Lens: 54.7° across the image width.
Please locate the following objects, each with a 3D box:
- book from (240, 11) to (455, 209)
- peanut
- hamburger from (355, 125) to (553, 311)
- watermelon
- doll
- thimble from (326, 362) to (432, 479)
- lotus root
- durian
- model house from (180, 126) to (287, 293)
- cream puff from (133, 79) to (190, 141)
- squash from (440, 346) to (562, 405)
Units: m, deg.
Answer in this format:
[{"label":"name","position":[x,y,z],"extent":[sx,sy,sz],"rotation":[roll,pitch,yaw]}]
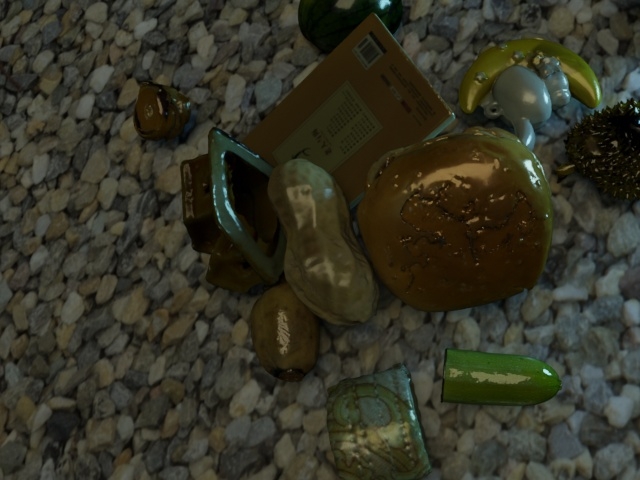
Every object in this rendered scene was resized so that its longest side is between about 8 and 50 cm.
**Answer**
[{"label":"book","position":[0.027,-0.198,1.155],"extent":[0.389,0.032,0.268],"rotation":[-39,69,23]},{"label":"peanut","position":[0.000,0.000,1.061],"extent":[0.149,0.149,0.313],"rotation":[-18,76,8]},{"label":"hamburger","position":[0.226,-0.029,1.017],"extent":[0.305,0.174,0.284],"rotation":[-16,108,17]},{"label":"watermelon","position":[0.063,-0.489,1.252],"extent":[0.232,0.127,0.204],"rotation":[-22,67,1]},{"label":"doll","position":[0.369,-0.268,1.123],"extent":[0.237,0.111,0.252],"rotation":[-26,65,-8]},{"label":"thimble","position":[0.092,0.300,1.009],"extent":[0.144,0.137,0.190],"rotation":[-14,60,9]},{"label":"lotus root","position":[-0.065,0.141,1.106],"extent":[0.125,0.118,0.220],"rotation":[-9,69,-4]},{"label":"durian","position":[0.519,-0.163,1.040],"extent":[0.238,0.138,0.193],"rotation":[-19,70,9]},{"label":"model house","position":[-0.186,-0.032,1.155],"extent":[0.239,0.174,0.267],"rotation":[-20,67,44]},{"label":"cream puff","position":[-0.332,-0.269,1.293],"extent":[0.133,0.104,0.119],"rotation":[53,123,28]},{"label":"squash","position":[0.293,0.228,1.010],"extent":[0.188,0.095,0.095],"rotation":[4,75,10]}]
